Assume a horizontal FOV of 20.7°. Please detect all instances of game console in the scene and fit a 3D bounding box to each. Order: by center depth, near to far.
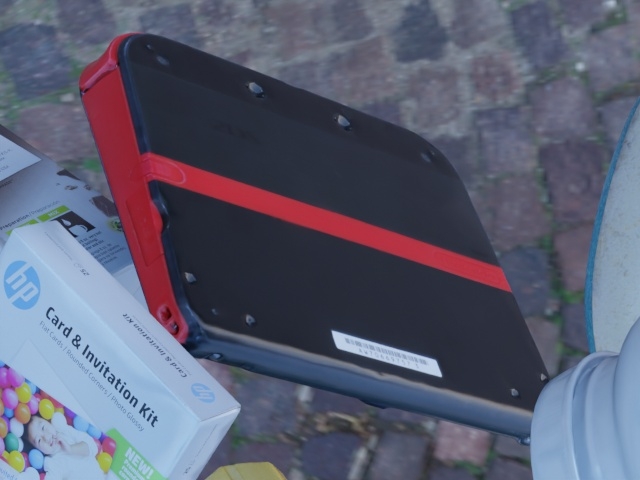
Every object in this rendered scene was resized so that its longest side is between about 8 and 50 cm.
[{"bbox_3d":[0.000,0.000,1.388,0.386,0.342,0.060,17,129,-35],"label":"game console"}]

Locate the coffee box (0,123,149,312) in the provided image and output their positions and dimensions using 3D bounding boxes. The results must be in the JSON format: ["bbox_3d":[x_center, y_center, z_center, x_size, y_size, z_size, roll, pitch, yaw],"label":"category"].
[{"bbox_3d":[-0.282,0.009,1.452,0.119,0.297,0.168,-30,146,-47],"label":"coffee box"}]

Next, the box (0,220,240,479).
[{"bbox_3d":[-0.139,0.107,0.901,0.145,0.038,0.186,43,117,20],"label":"box"}]

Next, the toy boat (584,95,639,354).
[{"bbox_3d":[0.282,0.048,1.088,0.318,0.148,0.267,23,73,-29],"label":"toy boat"}]

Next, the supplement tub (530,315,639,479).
[{"bbox_3d":[0.247,0.080,0.735,0.191,0.272,0.191,38,36,-35],"label":"supplement tub"}]

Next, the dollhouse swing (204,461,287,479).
[{"bbox_3d":[-0.132,0.345,1.547,0.347,0.315,0.305,-41,61,1],"label":"dollhouse swing"}]
